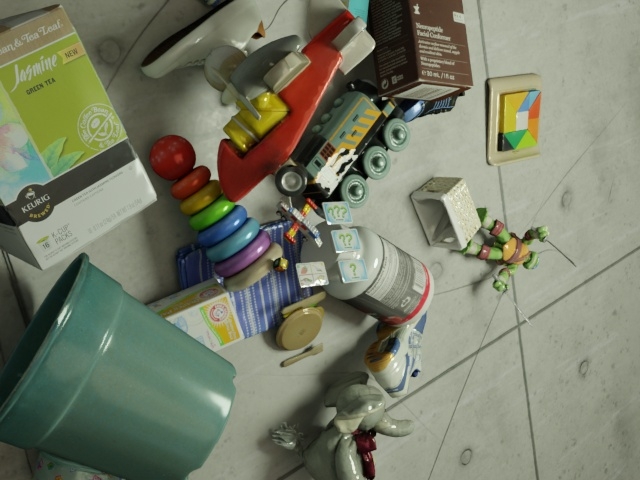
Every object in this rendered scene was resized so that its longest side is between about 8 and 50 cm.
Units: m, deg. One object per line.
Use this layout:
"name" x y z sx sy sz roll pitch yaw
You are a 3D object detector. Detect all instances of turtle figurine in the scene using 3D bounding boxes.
"turtle figurine" 0.520 0.036 2.134 0.266 0.198 0.275 25 40 -22

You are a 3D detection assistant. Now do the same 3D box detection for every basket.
"basket" 0.326 -0.073 2.038 0.103 0.113 0.167 -42 121 -30

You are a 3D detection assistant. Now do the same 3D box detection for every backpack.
"backpack" -0.435 0.426 1.482 0.188 0.166 0.144 12 89 -42

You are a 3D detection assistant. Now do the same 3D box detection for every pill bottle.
"pill bottle" 0.107 0.072 1.838 0.318 0.176 0.176 30 79 -40

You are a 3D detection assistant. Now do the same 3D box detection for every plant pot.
"plant pot" -0.347 0.248 1.357 0.334 0.341 0.341 32 77 -21

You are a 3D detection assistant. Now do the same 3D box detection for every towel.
"towel" -0.152 0.095 1.732 0.336 0.040 0.243 -18 110 -35

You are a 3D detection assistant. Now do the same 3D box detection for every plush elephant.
"plush elephant" 0.089 0.446 1.840 0.330 0.272 0.255 38 100 -13

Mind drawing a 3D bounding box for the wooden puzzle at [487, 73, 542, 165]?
"wooden puzzle" 0.548 -0.337 2.210 0.221 0.044 0.239 -14 106 -36

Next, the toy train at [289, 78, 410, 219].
"toy train" 0.063 -0.210 1.793 0.190 0.142 0.334 45 69 -25

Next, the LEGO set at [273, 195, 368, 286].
"LEGO set" 0.000 0.000 1.617 0.244 0.060 0.182 -3 75 -41

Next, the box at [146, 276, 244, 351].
"box" -0.271 0.172 1.577 0.203 0.103 0.114 -22 112 -17

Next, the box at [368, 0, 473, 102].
"box" 0.217 -0.517 1.795 0.191 0.143 0.381 -4 84 -40

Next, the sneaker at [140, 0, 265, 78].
"sneaker" -0.214 -0.373 1.554 0.290 0.106 0.123 -41 118 -27

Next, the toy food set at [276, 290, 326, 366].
"toy food set" -0.048 0.197 1.818 0.132 0.038 0.192 -20 133 -26

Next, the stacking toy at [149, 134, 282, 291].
"stacking toy" -0.223 -0.061 1.572 0.141 0.141 0.330 -43 105 -25

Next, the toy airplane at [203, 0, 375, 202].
"toy airplane" -0.080 -0.300 1.478 0.272 0.386 0.384 26 53 -4

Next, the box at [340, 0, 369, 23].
"box" 0.054 -0.529 1.745 0.060 0.100 0.244 2 97 -39

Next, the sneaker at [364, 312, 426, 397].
"sneaker" 0.199 0.268 1.948 0.131 0.112 0.296 61 37 -15

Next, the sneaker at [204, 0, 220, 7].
"sneaker" -0.211 -0.534 1.565 0.058 0.052 0.135 17 86 -34

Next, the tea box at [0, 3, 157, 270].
"tea box" -0.475 -0.165 1.239 0.220 0.329 0.323 -37 119 -27

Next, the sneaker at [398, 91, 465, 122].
"sneaker" 0.281 -0.344 1.971 0.232 0.081 0.090 -42 114 -27
